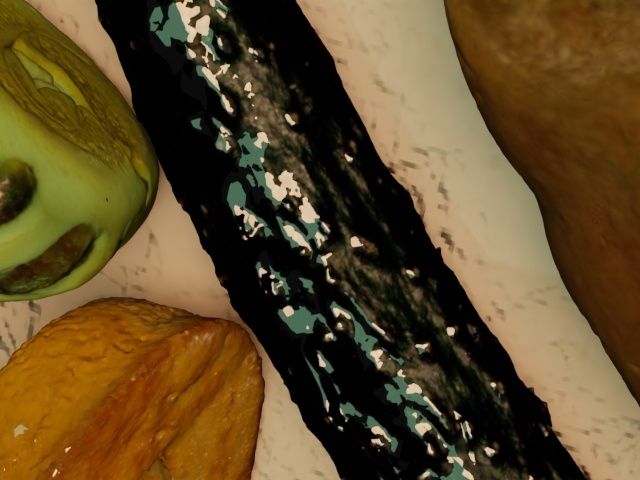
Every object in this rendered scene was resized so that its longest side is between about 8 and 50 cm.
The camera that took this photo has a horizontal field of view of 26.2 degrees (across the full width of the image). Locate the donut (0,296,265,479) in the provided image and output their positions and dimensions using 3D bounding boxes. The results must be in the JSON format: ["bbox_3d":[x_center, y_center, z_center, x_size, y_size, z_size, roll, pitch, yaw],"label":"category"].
[{"bbox_3d":[-0.078,0.090,0.477,0.058,0.152,0.151,24,108,23],"label":"donut"}]

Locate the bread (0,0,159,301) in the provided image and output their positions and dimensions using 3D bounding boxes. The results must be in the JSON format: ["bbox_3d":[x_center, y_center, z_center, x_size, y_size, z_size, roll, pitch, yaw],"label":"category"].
[{"bbox_3d":[-0.111,-0.033,0.446,0.071,0.139,0.130,-36,116,11],"label":"bread"}]

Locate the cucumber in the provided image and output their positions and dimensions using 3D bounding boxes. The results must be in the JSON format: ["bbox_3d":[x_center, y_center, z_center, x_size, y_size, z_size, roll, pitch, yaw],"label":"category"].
[{"bbox_3d":[0.000,0.000,0.469,0.303,0.072,0.081,58,151,-4],"label":"cucumber"}]

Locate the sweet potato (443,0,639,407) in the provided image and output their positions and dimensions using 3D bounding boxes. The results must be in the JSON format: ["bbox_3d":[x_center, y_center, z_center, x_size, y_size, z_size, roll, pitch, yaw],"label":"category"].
[{"bbox_3d":[0.167,0.029,0.412,0.158,0.158,0.369,-24,105,16],"label":"sweet potato"}]
